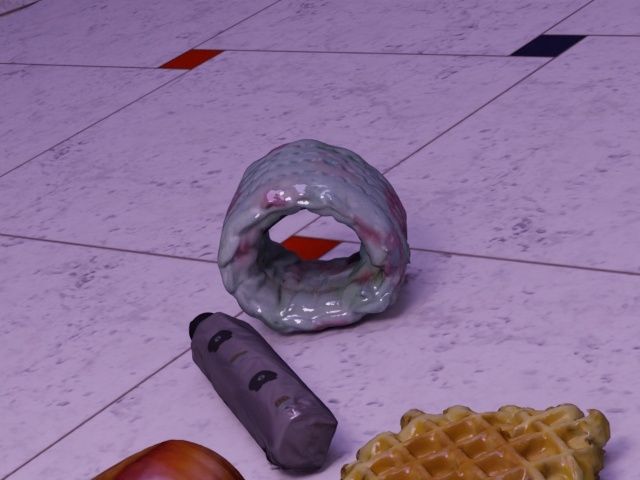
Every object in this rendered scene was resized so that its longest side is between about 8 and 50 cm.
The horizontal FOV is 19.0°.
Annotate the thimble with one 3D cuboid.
[{"bbox_3d":[0.000,0.000,2.057,0.211,0.185,0.149,21,26,-4],"label":"thimble"}]

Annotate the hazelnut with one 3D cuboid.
[{"bbox_3d":[-0.124,0.255,1.548,0.182,0.182,0.182,-13,22,5],"label":"hazelnut"}]

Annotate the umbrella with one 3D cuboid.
[{"bbox_3d":[-0.067,0.139,1.894,0.073,0.067,0.337,-59,26,5],"label":"umbrella"}]

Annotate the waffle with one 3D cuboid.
[{"bbox_3d":[0.115,0.210,1.630,0.250,0.056,0.261,-4,27,27],"label":"waffle"}]
